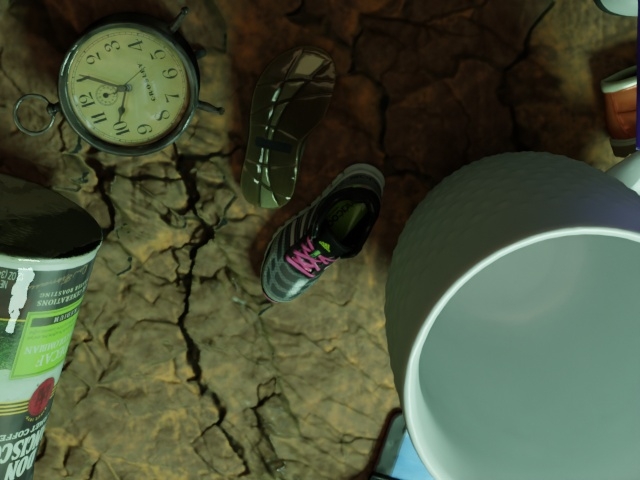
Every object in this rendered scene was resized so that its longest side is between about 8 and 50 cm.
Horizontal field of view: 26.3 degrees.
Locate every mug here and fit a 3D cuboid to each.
[{"bbox_3d":[0.232,0.031,1.222,0.374,0.328,0.276,-37,108,11],"label":"mug"}]

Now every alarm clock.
[{"bbox_3d":[-0.197,-0.142,1.283,0.192,0.064,0.129,-17,110,2],"label":"alarm clock"}]

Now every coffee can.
[{"bbox_3d":[-0.339,0.093,1.292,0.202,0.201,0.275,16,109,-8],"label":"coffee can"}]

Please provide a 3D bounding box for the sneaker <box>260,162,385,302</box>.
[{"bbox_3d":[0.000,0.000,1.337,0.063,0.075,0.170,39,105,-15],"label":"sneaker"}]

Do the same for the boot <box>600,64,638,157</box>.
[{"bbox_3d":[0.346,-0.143,1.308,0.158,0.059,0.084,-19,105,6],"label":"boot"}]

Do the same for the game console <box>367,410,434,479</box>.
[{"bbox_3d":[0.127,0.266,1.439,0.144,0.124,0.085,15,136,-7],"label":"game console"}]

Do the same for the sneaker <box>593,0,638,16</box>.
[{"bbox_3d":[0.385,-0.248,1.221,0.270,0.145,0.090,-10,111,2],"label":"sneaker"}]

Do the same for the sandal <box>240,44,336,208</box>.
[{"bbox_3d":[-0.035,-0.112,1.313,0.072,0.049,0.180,17,124,-2],"label":"sandal"}]

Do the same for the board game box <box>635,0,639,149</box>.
[{"bbox_3d":[0.331,-0.248,1.061,0.078,0.233,0.347,4,99,38],"label":"board game box"}]
